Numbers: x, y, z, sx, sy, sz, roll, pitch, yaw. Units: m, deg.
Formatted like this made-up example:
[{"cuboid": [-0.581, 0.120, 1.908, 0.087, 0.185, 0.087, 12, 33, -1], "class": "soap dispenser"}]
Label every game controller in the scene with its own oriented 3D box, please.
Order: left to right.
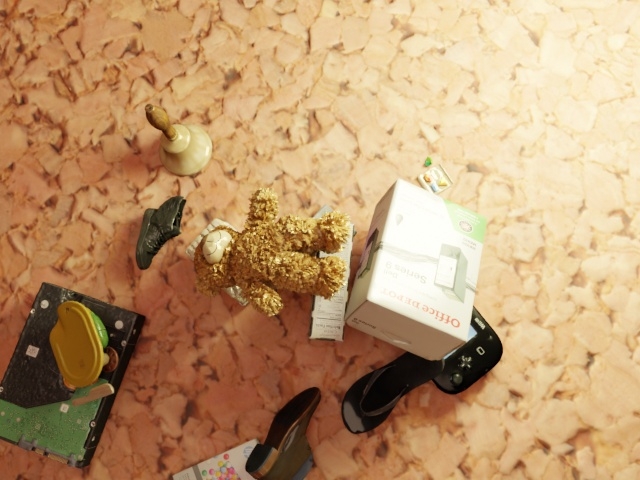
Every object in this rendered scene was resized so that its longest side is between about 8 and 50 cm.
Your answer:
[{"cuboid": [0.227, 0.154, 1.356, 0.166, 0.067, 0.319, -38, 78, -3], "class": "game controller"}]

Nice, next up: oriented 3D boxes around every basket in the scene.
[{"cuboid": [-0.191, 0.044, 1.400, 0.167, 0.103, 0.113, 42, 86, 11], "class": "basket"}]

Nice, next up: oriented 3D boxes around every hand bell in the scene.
[{"cuboid": [-0.322, -0.232, 1.398, 0.126, 0.242, 0.126, -1, 79, 5], "class": "hand bell"}]

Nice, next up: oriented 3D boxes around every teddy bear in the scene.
[{"cuboid": [-0.099, 0.023, 1.236, 0.338, 0.113, 0.245, 17, 89, 25], "class": "teddy bear"}]

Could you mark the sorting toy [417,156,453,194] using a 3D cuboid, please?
[{"cuboid": [0.245, -0.143, 1.441, 0.062, 0.012, 0.083, -31, 78, -1], "class": "sorting toy"}]

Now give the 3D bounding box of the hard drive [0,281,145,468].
[{"cuboid": [-0.546, 0.284, 1.407, 0.237, 0.064, 0.338, 17, 80, 9], "class": "hard drive"}]

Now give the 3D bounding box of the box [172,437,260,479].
[{"cuboid": [-0.189, 0.509, 1.340, 0.186, 0.038, 0.145, -23, 78, -1], "class": "box"}]

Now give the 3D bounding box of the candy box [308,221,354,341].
[{"cuboid": [0.021, 0.081, 1.328, 0.071, 0.159, 0.233, 6, 87, 0], "class": "candy box"}]

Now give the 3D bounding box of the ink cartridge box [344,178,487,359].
[{"cuboid": [0.191, 0.056, 1.276, 0.211, 0.121, 0.289, 23, 57, -9], "class": "ink cartridge box"}]

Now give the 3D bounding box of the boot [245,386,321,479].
[{"cuboid": [-0.051, 0.409, 1.337, 0.219, 0.082, 0.106, -49, 114, -25], "class": "boot"}]

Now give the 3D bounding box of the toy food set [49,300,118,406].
[{"cuboid": [-0.476, 0.228, 1.352, 0.128, 0.071, 0.217, -30, 74, 23], "class": "toy food set"}]

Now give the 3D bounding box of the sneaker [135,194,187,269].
[{"cuboid": [-0.351, -0.017, 1.454, 0.089, 0.051, 0.170, 3, 76, 11], "class": "sneaker"}]

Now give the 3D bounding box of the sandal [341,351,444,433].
[{"cuboid": [0.132, 0.293, 1.312, 0.254, 0.054, 0.097, -45, 76, 16], "class": "sandal"}]

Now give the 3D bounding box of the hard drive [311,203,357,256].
[{"cuboid": [0.000, 0.000, 1.431, 0.094, 0.022, 0.135, 42, 86, 11], "class": "hard drive"}]
